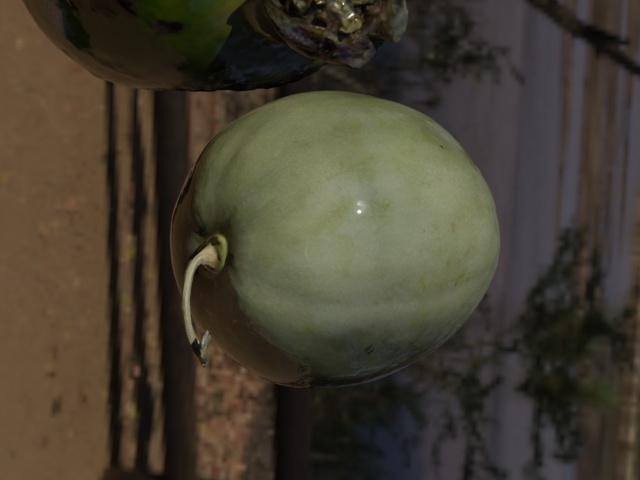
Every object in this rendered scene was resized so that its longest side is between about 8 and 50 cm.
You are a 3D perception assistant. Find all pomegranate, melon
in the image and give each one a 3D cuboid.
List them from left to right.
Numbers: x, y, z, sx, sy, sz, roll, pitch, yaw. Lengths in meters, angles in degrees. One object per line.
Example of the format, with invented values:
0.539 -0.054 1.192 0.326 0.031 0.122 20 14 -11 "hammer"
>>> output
-0.048 -0.186 0.790 0.270 0.254 0.254 50 -17 38 "pomegranate"
0.012 0.000 1.333 0.308 0.272 0.271 23 68 -44 "melon"
